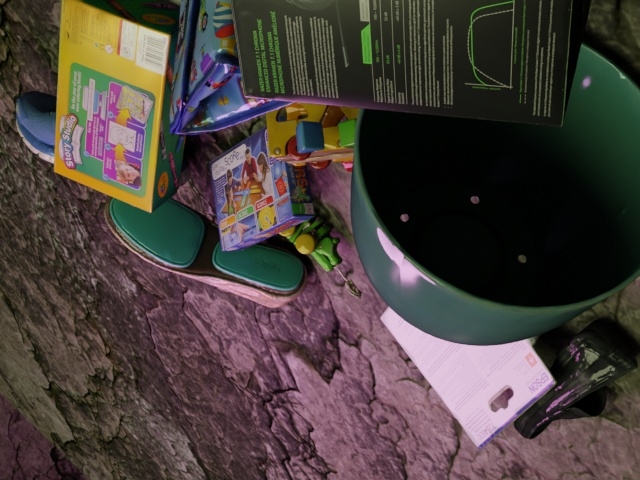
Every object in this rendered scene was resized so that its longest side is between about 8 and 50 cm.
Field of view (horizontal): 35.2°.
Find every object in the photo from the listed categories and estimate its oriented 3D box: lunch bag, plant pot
[{"bbox_3d":[-0.100,-0.250,1.144,0.293,0.138,0.221,-18,68,62],"label":"lunch bag"},{"bbox_3d":[0.161,-0.029,0.995,0.293,0.293,0.235,43,158,11],"label":"plant pot"}]

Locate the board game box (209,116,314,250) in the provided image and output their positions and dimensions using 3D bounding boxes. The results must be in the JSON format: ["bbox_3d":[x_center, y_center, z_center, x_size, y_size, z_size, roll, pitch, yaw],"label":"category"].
[{"bbox_3d":[-0.084,-0.073,1.377,0.201,0.035,0.136,-22,74,55],"label":"board game box"}]

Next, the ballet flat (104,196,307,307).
[{"bbox_3d":[-0.175,0.024,1.499,0.316,0.107,0.106,25,157,-1],"label":"ballet flat"}]

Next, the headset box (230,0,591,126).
[{"bbox_3d":[0.081,-0.224,0.848,0.283,0.246,0.131,8,130,17],"label":"headset box"}]

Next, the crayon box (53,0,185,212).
[{"bbox_3d":[-0.269,-0.193,1.375,0.165,0.081,0.278,23,125,14],"label":"crayon box"}]

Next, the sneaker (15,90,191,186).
[{"bbox_3d":[-0.340,-0.186,1.557,0.330,0.130,0.147,19,128,26],"label":"sneaker"}]

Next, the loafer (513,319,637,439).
[{"bbox_3d":[0.298,0.183,1.199,0.078,0.076,0.223,47,142,19],"label":"loafer"}]

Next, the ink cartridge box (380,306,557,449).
[{"bbox_3d":[0.189,0.124,1.262,0.224,0.045,0.223,54,147,17],"label":"ink cartridge box"}]

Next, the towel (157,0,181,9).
[{"bbox_3d":[-0.202,-0.297,1.375,0.113,0.023,0.152,28,142,32],"label":"towel"}]

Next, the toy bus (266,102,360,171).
[{"bbox_3d":[0.036,-0.144,1.165,0.191,0.202,0.104,-11,82,59],"label":"toy bus"}]

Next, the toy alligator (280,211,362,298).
[{"bbox_3d":[0.000,0.000,1.393,0.189,0.056,0.051,41,104,13],"label":"toy alligator"}]
